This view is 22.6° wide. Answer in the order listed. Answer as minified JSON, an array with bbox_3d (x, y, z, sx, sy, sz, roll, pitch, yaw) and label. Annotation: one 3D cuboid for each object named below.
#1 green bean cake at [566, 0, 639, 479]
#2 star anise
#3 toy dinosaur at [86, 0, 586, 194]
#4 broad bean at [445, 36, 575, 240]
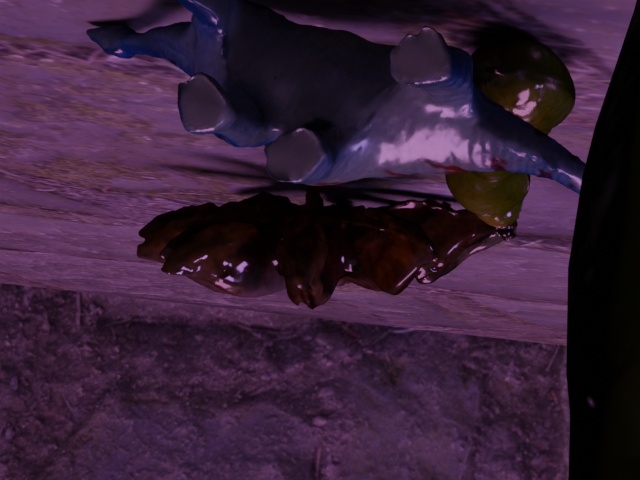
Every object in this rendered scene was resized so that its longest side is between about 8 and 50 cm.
[{"bbox_3d":[0.218,0.050,0.410,0.335,0.319,0.218,19,171,-40],"label":"green bean cake"},{"bbox_3d":[0.000,0.000,1.203,0.288,0.088,0.288,-1,-177,0],"label":"star anise"},{"bbox_3d":[-0.002,-0.059,0.665,0.329,0.076,0.144,17,-179,27],"label":"toy dinosaur"},{"bbox_3d":[0.089,-0.050,0.794,0.052,0.052,0.256,-20,166,-2],"label":"broad bean"}]
